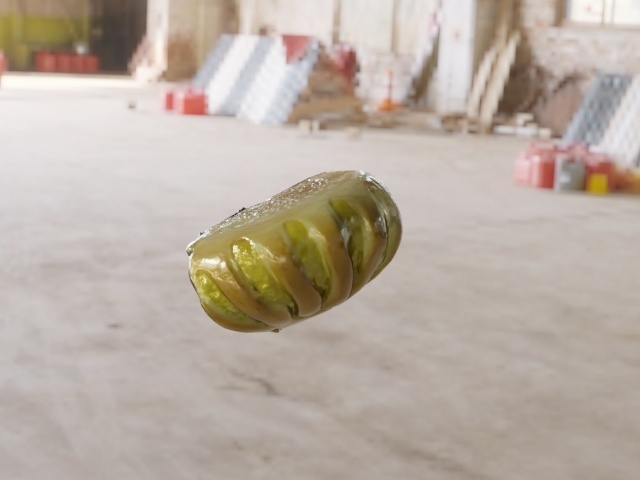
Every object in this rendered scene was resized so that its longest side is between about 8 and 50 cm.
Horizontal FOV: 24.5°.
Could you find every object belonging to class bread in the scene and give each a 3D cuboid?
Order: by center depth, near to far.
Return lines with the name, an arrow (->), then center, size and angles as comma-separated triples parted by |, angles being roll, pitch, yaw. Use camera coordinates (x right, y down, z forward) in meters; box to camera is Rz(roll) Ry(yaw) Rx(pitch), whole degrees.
bread -> 0.000, 0.000, 0.913 | 0.094, 0.083, 0.157 | -27, 3, 34
